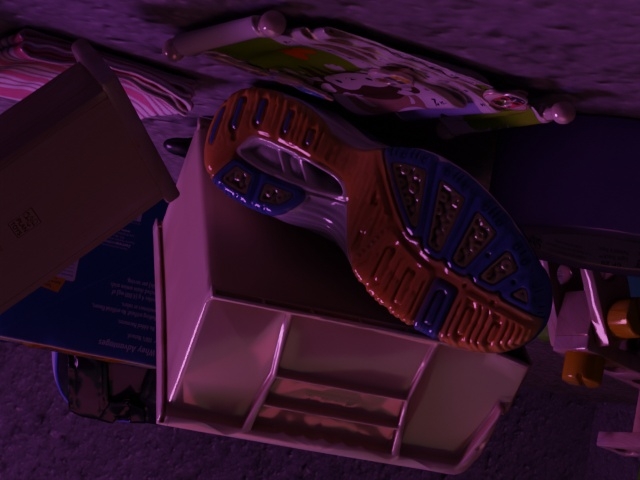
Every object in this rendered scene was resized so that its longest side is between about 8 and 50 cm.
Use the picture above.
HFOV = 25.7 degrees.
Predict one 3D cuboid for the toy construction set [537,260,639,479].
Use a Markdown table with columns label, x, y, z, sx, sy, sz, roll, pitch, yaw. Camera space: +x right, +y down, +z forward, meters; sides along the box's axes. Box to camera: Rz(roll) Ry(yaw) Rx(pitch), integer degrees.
| label | x | y | z | sx | sy | sz | roll | pitch | yaw |
| --- | --- | --- | --- | --- | --- | --- | --- | --- | --- |
| toy construction set | 0.247 | 0.094 | 1.266 | 0.308 | 0.237 | 0.257 | 6 | 171 | 30 |

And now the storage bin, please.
| label | x | y | z | sx | sy | sz | roll | pitch | yaw |
| --- | --- | --- | --- | --- | --- | --- | --- | --- | --- |
| storage bin | 0.008 | 0.040 | 1.129 | 0.260 | 0.123 | 0.262 | 13 | -150 | -15 |

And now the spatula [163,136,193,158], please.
| label | x | y | z | sx | sy | sz | roll | pitch | yaw |
| --- | --- | --- | --- | --- | --- | --- | --- | --- | --- |
| spatula | -0.016 | -0.057 | 1.285 | 0.296 | 0.030 | 0.084 | 16 | 172 | -35 |

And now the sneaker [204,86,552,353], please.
| label | x | y | z | sx | sy | sz | roll | pitch | yaw |
| --- | --- | --- | --- | --- | --- | --- | --- | --- | --- |
| sneaker | 0.058 | -0.024 | 1.020 | 0.296 | 0.112 | 0.131 | 37 | -166 | 27 |

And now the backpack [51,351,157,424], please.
| label | x | y | z | sx | sy | sz | roll | pitch | yaw |
| --- | --- | --- | --- | --- | --- | --- | --- | --- | --- |
| backpack | -0.264 | 0.122 | 1.990 | 0.276 | 0.264 | 0.213 | 12 | -162 | -3 |

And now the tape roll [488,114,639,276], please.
| label | x | y | z | sx | sy | sz | roll | pitch | yaw |
| --- | --- | --- | --- | --- | --- | --- | --- | --- | --- |
| tape roll | 0.217 | -0.028 | 1.024 | 0.188 | 0.080 | 0.189 | 10 | 171 | 2 |

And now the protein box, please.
| label | x | y | z | sx | sy | sz | roll | pitch | yaw |
| --- | --- | --- | --- | --- | --- | --- | --- | --- | --- |
| protein box | -0.257 | 0.028 | 1.562 | 0.199 | 0.201 | 0.136 | 13 | 172 | -18 |

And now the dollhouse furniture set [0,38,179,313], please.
| label | x | y | z | sx | sy | sz | roll | pitch | yaw |
| --- | --- | --- | --- | --- | --- | --- | --- | --- | --- |
| dollhouse furniture set | -0.285 | -0.127 | 0.944 | 0.303 | 0.198 | 0.286 | 47 | 168 | 33 |

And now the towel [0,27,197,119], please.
| label | x | y | z | sx | sy | sz | roll | pitch | yaw |
| --- | --- | --- | --- | --- | --- | --- | --- | --- | --- |
| towel | -0.196 | -0.118 | 1.091 | 0.144 | 0.029 | 0.197 | 15 | 171 | -28 |

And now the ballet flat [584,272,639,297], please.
| label | x | y | z | sx | sy | sz | roll | pitch | yaw |
| --- | --- | --- | --- | --- | --- | --- | --- | --- | --- |
| ballet flat | 0.414 | 0.115 | 1.518 | 0.400 | 0.139 | 0.139 | 35 | 162 | -24 |

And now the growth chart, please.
| label | x | y | z | sx | sy | sz | roll | pitch | yaw |
| --- | --- | --- | --- | --- | --- | --- | --- | --- | --- |
| growth chart | 0.026 | -0.107 | 0.927 | 0.237 | 0.021 | 0.172 | 14 | 172 | -22 |
